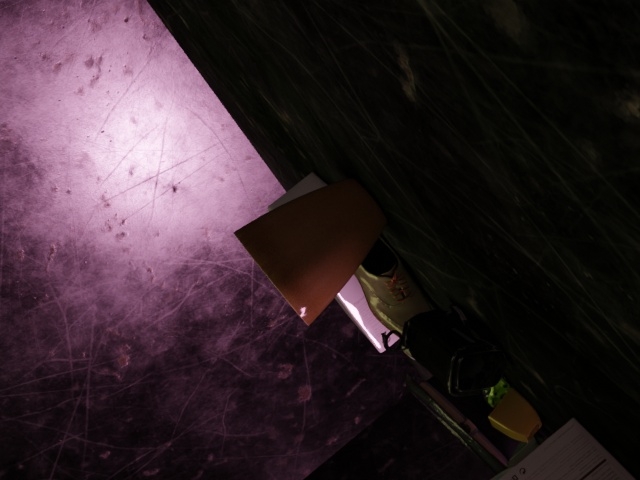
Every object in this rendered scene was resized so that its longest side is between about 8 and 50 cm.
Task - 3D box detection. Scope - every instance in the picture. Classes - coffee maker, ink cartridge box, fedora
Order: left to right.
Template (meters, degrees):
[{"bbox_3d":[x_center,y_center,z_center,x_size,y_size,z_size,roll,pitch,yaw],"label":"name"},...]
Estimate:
[{"bbox_3d":[0.237,0.219,1.425,0.178,0.171,0.120,40,152,64],"label":"coffee maker"},{"bbox_3d":[0.359,0.392,1.729,0.334,0.152,0.334,45,174,6],"label":"fedora"},{"bbox_3d":[0.509,0.555,1.897,0.209,0.109,0.062,54,175,-37],"label":"ink cartridge box"}]

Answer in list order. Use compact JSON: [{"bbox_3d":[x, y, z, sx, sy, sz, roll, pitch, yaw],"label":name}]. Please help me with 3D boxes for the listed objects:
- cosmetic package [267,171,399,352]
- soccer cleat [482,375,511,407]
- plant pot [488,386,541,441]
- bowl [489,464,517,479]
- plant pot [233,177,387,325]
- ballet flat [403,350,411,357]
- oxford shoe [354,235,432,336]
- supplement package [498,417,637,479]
[{"bbox_3d":[0.072,0.062,1.956,0.453,0.161,0.230,54,176,-37],"label":"cosmetic package"},{"bbox_3d":[0.358,0.288,1.578,0.179,0.060,0.072,62,180,-39],"label":"soccer cleat"},{"bbox_3d":[0.410,0.370,1.547,0.083,0.081,0.081,34,168,32],"label":"plant pot"},{"bbox_3d":[0.397,0.575,1.504,0.163,0.311,0.311,49,176,7],"label":"bowl"},{"bbox_3d":[0.000,0.000,1.480,0.237,0.254,0.237,52,177,4],"label":"plant pot"},{"bbox_3d":[0.300,0.280,2.004,0.316,0.108,0.106,-153,44,-69],"label":"ballet flat"},{"bbox_3d":[0.158,0.107,1.699,0.348,0.123,0.130,50,171,-3],"label":"oxford shoe"},{"bbox_3d":[0.453,0.469,1.189,0.293,0.175,0.177,48,174,38],"label":"supplement package"}]
